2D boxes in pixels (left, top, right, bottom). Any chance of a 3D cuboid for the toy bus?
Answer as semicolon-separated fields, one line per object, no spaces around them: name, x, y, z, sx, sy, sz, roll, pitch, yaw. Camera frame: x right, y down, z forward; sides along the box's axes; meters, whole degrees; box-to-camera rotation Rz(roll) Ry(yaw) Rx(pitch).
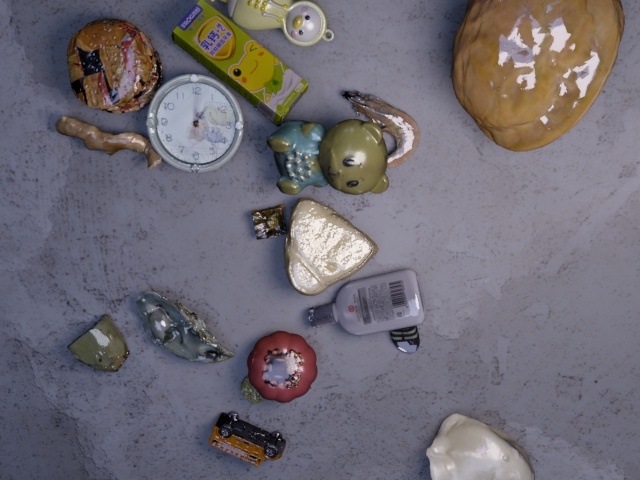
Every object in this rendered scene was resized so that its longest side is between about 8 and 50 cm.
toy bus;-0.193;0.535;1.895;0.194;0.083;0.088;24;107;2

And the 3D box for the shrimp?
shrimp;0.126;-0.263;1.701;0.219;0.046;0.152;34;101;-3

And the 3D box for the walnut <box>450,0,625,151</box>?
walnut;0.442;-0.401;1.492;0.384;0.383;0.383;1;103;5

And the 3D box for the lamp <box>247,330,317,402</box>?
lamp;-0.097;0.320;1.815;0.182;0.140;0.182;0;86;-3

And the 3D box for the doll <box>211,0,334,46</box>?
doll;-0.104;-0.529;1.625;0.296;0.117;0.141;25;107;0

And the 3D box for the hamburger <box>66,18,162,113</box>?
hamburger;-0.492;-0.415;1.701;0.231;0.107;0.231;1;97;11

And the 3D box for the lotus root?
lotus root;-0.579;0.287;1.883;0.144;0.070;0.143;42;104;-5

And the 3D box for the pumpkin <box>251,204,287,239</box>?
pumpkin;-0.126;-0.044;1.772;0.083;0.054;0.074;-12;106;3

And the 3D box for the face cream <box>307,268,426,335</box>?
face cream;0.111;0.166;1.772;0.291;0.071;0.144;-15;77;17

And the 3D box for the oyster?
oyster;-0.356;0.223;1.838;0.252;0.087;0.199;4;113;12

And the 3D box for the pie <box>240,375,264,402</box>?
pie;-0.171;0.391;1.892;0.084;0.021;0.084;2;105;9

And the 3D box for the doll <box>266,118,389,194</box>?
doll;0.030;-0.191;1.636;0.261;0.161;0.177;7;123;29

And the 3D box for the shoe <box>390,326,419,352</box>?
shoe;0.204;0.207;1.797;0.071;0.049;0.179;-11;101;9

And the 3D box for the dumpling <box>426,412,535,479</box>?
dumpling;0.406;0.594;1.775;0.243;0.187;0.318;-40;88;-30

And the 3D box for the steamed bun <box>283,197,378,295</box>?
steamed bun;-0.008;0.029;1.748;0.231;0.110;0.212;38;86;0

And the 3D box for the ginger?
ginger;-0.522;-0.242;1.760;0.288;0.075;0.089;19;136;0

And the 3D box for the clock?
clock;-0.302;-0.283;1.733;0.236;0.053;0.236;1;102;2

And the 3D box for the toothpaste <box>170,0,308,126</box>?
toothpaste;-0.186;-0.413;1.663;0.327;0.077;0.110;38;80;-4
